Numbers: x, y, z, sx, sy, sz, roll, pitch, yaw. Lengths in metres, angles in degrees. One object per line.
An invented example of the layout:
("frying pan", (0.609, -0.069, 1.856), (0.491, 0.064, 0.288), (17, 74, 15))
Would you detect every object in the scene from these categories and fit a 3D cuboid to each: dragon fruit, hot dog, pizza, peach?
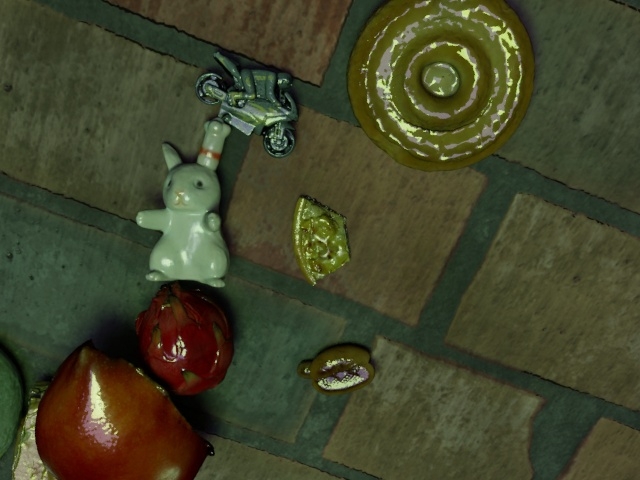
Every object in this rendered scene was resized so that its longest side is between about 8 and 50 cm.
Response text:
("dragon fruit", (-0.235, 0.178, 1.122), (0.172, 0.172, 0.209), (-12, 121, 6))
("hot dog", (0.028, 0.240, 1.193), (0.140, 0.060, 0.089), (-22, 102, 2))
("pizza", (0.000, 0.000, 1.125), (0.099, 0.036, 0.160), (-5, 108, 4))
("peach", (-0.353, 0.330, 1.087), (0.258, 0.201, 0.361), (21, 148, 31))

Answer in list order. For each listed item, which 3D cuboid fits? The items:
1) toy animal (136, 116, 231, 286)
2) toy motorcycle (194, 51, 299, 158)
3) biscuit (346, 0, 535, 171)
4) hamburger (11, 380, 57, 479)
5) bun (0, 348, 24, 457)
("toy animal", (-0.218, -0.056, 1.064), (0.141, 0.138, 0.282), (3, 107, 6))
("toy motorcycle", (-0.102, -0.230, 1.043), (0.193, 0.061, 0.124), (38, 97, -7))
("biscuit", (0.188, -0.250, 1.006), (0.296, 0.102, 0.296), (1, 110, 2))
("hamburger", (-0.497, 0.364, 1.234), (0.155, 0.135, 0.207), (3, 94, -15))
("bun", (-0.731, 0.307, 1.166), (0.362, 0.211, 0.361), (0, 106, 1))
